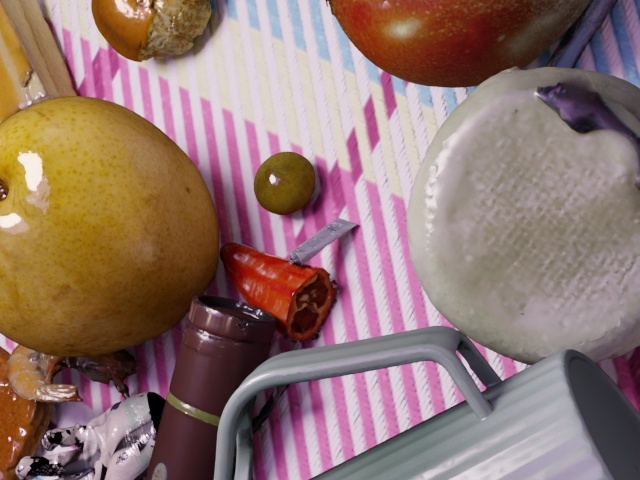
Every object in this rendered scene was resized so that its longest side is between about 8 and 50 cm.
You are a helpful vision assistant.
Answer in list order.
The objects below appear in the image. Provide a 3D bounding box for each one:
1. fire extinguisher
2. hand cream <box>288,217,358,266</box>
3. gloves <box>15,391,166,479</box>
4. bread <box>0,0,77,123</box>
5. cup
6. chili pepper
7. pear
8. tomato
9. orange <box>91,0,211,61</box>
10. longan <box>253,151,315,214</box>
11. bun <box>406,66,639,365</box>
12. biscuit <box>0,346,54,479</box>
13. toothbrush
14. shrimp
[{"bbox_3d":[-0.123,0.238,1.841,0.141,0.105,0.341,18,98,24],"label":"fire extinguisher"},{"bbox_3d":[0.000,0.000,1.866,0.030,0.019,0.093,19,47,43],"label":"hand cream"},{"bbox_3d":[-0.259,0.267,1.942,0.212,0.111,0.127,-37,74,18],"label":"gloves"},{"bbox_3d":[-0.448,-0.187,2.234,0.239,0.111,0.246,-41,57,22],"label":"bread"},{"bbox_3d":[0.102,0.278,1.500,0.392,0.401,0.310,-35,32,17],"label":"cup"},{"bbox_3d":[-0.061,0.042,1.904,0.169,0.065,0.088,31,92,43],"label":"chili pepper"},{"bbox_3d":[-0.273,-0.012,1.917,0.314,0.314,0.314,-13,67,33],"label":"pear"},{"bbox_3d":[0.155,-0.309,1.746,0.303,0.239,0.303,-20,58,35],"label":"tomato"},{"bbox_3d":[-0.206,-0.298,2.092,0.156,0.134,0.156,2,107,8],"label":"orange"},{"bbox_3d":[-0.041,-0.067,1.927,0.075,0.075,0.083,-46,12,15],"label":"longan"},{"bbox_3d":[0.234,-0.019,1.634,0.293,0.187,0.293,-1,88,17],"label":"bun"},{"bbox_3d":[-0.460,0.249,2.128,0.277,0.052,0.262,22,90,38],"label":"biscuit"},{"bbox_3d":[0.255,-0.189,1.766,0.042,0.035,0.413,35,96,42],"label":"toothbrush"},{"bbox_3d":[-0.296,0.157,2.017,0.187,0.052,0.132,15,52,37],"label":"shrimp"}]
